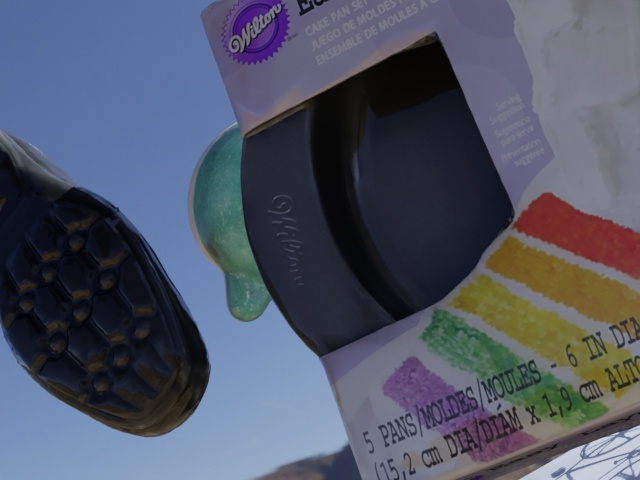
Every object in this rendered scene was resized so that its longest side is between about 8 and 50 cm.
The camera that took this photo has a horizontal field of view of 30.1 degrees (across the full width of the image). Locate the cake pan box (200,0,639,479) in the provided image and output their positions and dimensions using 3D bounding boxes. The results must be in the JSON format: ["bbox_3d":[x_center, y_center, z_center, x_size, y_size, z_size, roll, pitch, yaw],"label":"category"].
[{"bbox_3d":[0.096,-0.044,0.498,0.267,0.246,0.070,-25,-21,18],"label":"cake pan box"}]

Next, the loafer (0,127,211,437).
[{"bbox_3d":[-0.113,0.012,0.537,0.076,0.223,0.078,-52,-39,1],"label":"loafer"}]

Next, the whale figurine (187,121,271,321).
[{"bbox_3d":[0.000,0.000,1.137,0.216,0.272,0.141,-43,15,-20],"label":"whale figurine"}]

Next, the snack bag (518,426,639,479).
[{"bbox_3d":[0.213,0.138,0.669,0.342,0.037,0.323,-33,0,11],"label":"snack bag"}]
